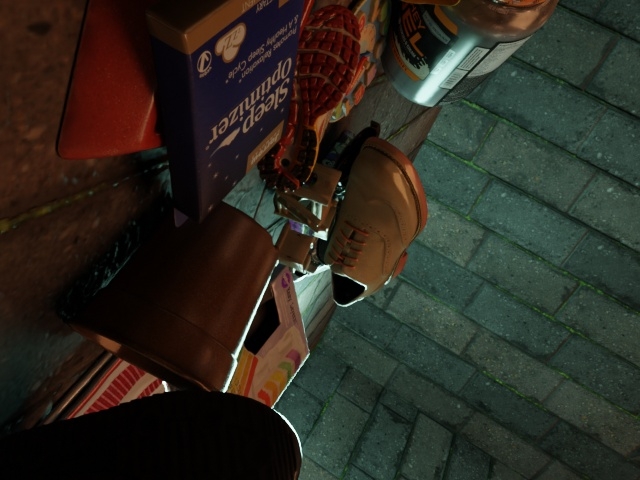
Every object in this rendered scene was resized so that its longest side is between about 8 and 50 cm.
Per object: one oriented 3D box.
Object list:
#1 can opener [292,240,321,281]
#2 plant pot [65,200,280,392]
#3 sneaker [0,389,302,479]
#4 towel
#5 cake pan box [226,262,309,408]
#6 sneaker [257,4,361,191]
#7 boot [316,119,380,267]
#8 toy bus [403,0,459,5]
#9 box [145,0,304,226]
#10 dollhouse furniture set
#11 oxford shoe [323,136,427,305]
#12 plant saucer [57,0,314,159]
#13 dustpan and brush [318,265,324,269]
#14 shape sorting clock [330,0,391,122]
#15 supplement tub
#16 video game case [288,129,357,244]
[{"bbox_3d":[0.000,0.000,1.271,0.095,0.076,0.283,-46,-178,39],"label":"can opener"},{"bbox_3d":[-0.131,0.053,0.524,0.167,0.166,0.165,99,17,-65],"label":"plant pot"},{"bbox_3d":[-0.152,0.209,0.467,0.131,0.318,0.112,56,28,-54],"label":"sneaker"},{"bbox_3d":[-0.286,0.260,0.694,0.237,0.037,0.329,-54,169,-33],"label":"towel"},{"bbox_3d":[-0.123,0.198,0.969,0.246,0.070,0.267,-50,141,-46],"label":"cake pan box"},{"bbox_3d":[-0.021,-0.177,0.640,0.093,0.088,0.225,-86,-160,-64],"label":"sneaker"},{"bbox_3d":[0.048,-0.082,1.004,0.263,0.091,0.229,-62,164,-5],"label":"boot"},{"bbox_3d":[0.122,-0.394,0.547,0.220,0.149,0.212,53,52,-82],"label":"toy bus"},{"bbox_3d":[-0.069,-0.107,0.416,0.136,0.036,0.225,-53,170,-32],"label":"box"},{"bbox_3d":[-0.047,-0.017,0.812,0.182,0.101,0.161,95,17,-69],"label":"dollhouse furniture set"},{"bbox_3d":[0.083,-0.004,0.900,0.146,0.140,0.397,-42,152,-23],"label":"oxford shoe"},{"bbox_3d":[-0.070,-0.186,0.417,0.259,0.047,0.258,-64,169,24],"label":"plant saucer"},{"bbox_3d":[-0.002,0.051,1.373,0.147,0.060,0.211,-23,172,-7],"label":"dustpan and brush"},{"bbox_3d":[0.057,-0.276,0.794,0.206,0.040,0.206,-57,170,-15],"label":"shape sorting clock"},{"bbox_3d":[0.221,-0.348,0.783,0.194,0.193,0.316,-57,-176,-13],"label":"supplement tub"},{"bbox_3d":[0.003,-0.085,1.087,0.210,0.041,0.232,-55,169,-25],"label":"video game case"}]
